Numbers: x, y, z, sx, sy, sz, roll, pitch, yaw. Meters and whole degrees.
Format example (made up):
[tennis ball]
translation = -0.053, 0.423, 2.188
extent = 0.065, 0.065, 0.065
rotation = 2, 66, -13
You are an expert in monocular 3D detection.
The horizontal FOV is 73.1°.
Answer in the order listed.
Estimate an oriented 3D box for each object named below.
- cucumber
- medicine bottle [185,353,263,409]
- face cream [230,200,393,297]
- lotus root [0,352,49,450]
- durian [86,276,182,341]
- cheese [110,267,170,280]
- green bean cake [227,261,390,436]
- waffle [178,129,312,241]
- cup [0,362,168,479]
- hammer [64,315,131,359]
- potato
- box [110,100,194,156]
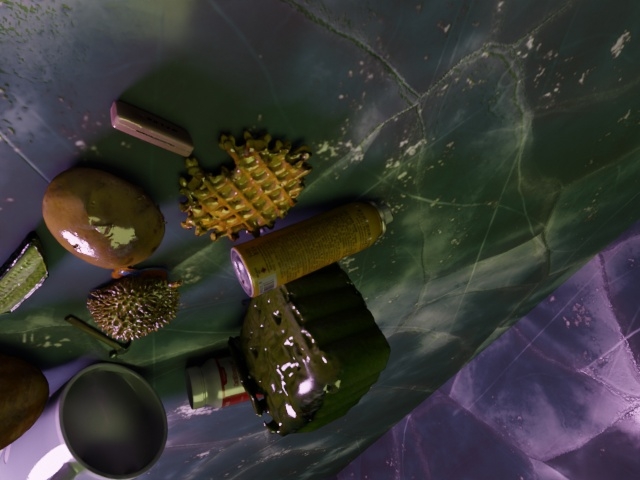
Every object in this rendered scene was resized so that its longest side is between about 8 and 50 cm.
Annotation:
[cucumber]
translation = -0.499, 0.061, 0.708
extent = 0.220, 0.046, 0.070
rotation = -39, 144, 16
[medicine bottle]
translation = -0.226, 0.369, 1.162
extent = 0.250, 0.131, 0.131
rotation = -6, 138, -27
[face cream]
translation = 0.000, 0.000, 0.871
extent = 0.348, 0.105, 0.105
rotation = -22, 144, -23
[lotus root]
translation = -0.631, 0.294, 0.829
extent = 0.188, 0.199, 0.180
rotation = -1, -174, 25
[durian]
translation = -0.336, 0.131, 0.826
extent = 0.208, 0.103, 0.146
rotation = -28, 139, 15
[cheese]
translation = -0.342, 0.065, 0.831
extent = 0.111, 0.017, 0.047
rotation = 13, 125, -40
[green bean cake]
translation = -0.045, 0.224, 0.957
extent = 0.218, 0.335, 0.319
rotation = -11, 138, -36
[waffle]
translation = -0.131, -0.086, 0.761
extent = 0.228, 0.051, 0.232
rotation = -6, 138, -31
[cup]
translation = -0.545, 0.476, 0.926
extent = 0.274, 0.357, 0.259
rotation = -38, 99, 18
[hammer]
translation = -0.466, 0.201, 0.913
extent = 0.062, 0.017, 0.182
rotation = -27, 142, -2
[potato]
translation = -0.317, -0.030, 0.649
extent = 0.137, 0.137, 0.175
rotation = -44, 138, 20
[box]
translation = -0.235, -0.158, 0.611
extent = 0.115, 0.048, 0.025
rotation = 20, 127, -43
